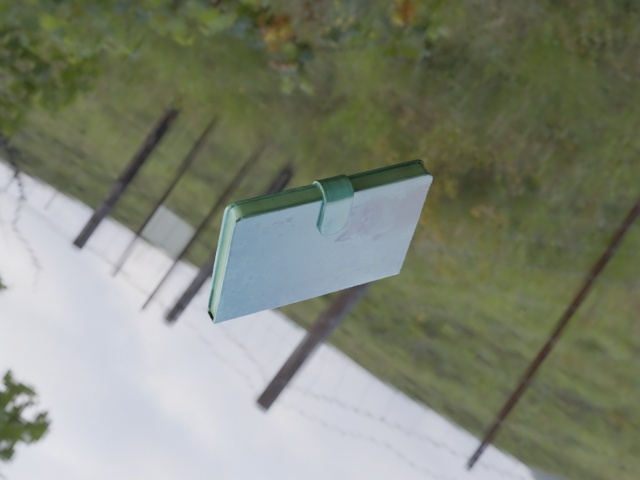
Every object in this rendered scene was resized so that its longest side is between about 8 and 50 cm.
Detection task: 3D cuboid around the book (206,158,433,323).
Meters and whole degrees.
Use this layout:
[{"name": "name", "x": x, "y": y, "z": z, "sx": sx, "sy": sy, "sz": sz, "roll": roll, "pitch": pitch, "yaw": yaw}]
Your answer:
[{"name": "book", "x": 0.000, "y": 0.000, "z": 0.854, "sx": 0.135, "sy": 0.103, "sz": 0.017, "roll": -14, "pitch": -127, "yaw": -25}]
